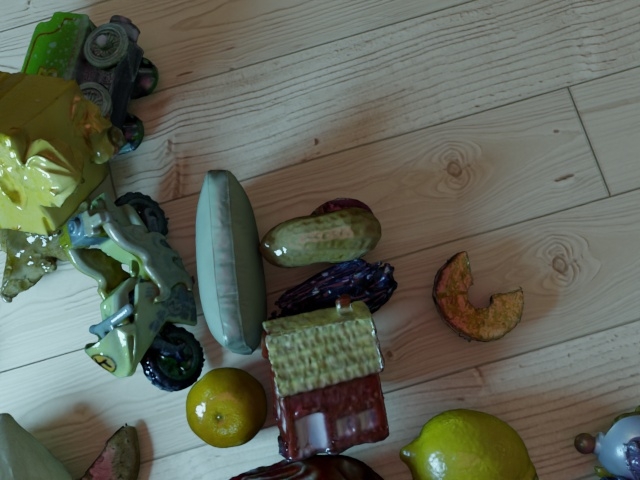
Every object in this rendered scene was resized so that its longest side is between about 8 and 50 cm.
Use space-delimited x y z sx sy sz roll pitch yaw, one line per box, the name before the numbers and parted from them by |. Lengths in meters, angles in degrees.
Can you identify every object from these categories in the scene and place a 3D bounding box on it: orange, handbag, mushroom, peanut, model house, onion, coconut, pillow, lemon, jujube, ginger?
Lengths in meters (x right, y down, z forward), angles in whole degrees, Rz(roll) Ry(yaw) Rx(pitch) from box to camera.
orange | -0.176 0.312 1.344 0.155 0.134 0.154 1 101 4
handbag | 0.024 0.115 1.351 0.260 0.162 0.113 -24 79 1
mushroom | -0.406 0.457 1.351 0.094 0.072 0.209 39 82 2
peanut | 0.000 0.000 1.294 0.226 0.108 0.095 -10 69 -3
model house | 0.001 0.222 1.238 0.196 0.160 0.253 -10 108 -11
onion | 0.036 -0.036 1.416 0.150 0.150 0.140 -9 37 2
coconut | -0.587 0.466 1.250 0.329 0.329 0.328 -1 78 4
pillow | -0.167 0.049 1.329 0.120 0.255 0.322 -6 77 -3
lemon | 0.262 0.394 1.265 0.244 0.187 0.186 5 78 3
jujube | -0.051 0.507 1.227 0.377 0.258 0.258 -20 77 -2
ginger | -0.564 -0.003 1.437 0.219 0.123 0.269 10 87 14

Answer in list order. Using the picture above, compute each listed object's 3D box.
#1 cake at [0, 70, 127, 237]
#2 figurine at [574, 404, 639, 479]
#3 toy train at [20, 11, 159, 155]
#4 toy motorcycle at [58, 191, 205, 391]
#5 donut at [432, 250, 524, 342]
cake | -0.513 -0.153 1.276 0.286 0.222 0.227 10 44 13
figurine | 0.535 0.423 1.269 0.274 0.133 0.194 -43 93 -3
toy train | -0.490 -0.318 1.480 0.249 0.173 0.307 10 79 15
toy motorcycle | -0.357 0.093 1.356 0.169 0.237 0.409 -29 71 34
donut | 0.293 0.120 1.379 0.181 0.078 0.146 34 83 4
